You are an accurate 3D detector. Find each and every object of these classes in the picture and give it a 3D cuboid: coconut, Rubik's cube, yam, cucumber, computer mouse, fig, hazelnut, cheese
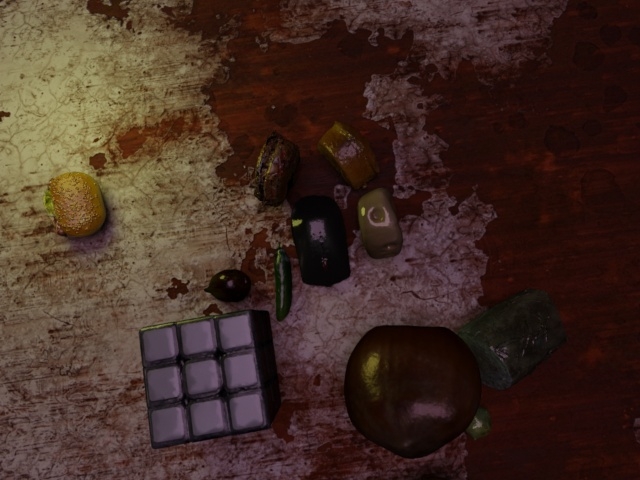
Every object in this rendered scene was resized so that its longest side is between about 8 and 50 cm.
[{"bbox_3d":[0.451,0.528,1.314,0.088,0.088,0.096,6,75,2],"label":"coconut"},{"bbox_3d":[-0.286,0.359,1.246,0.301,0.305,0.304,-9,79,-1],"label":"Rubik's cube"},{"bbox_3d":[0.561,0.279,1.297,0.271,0.201,0.202,-33,120,-18],"label":"yam"},{"bbox_3d":[-0.116,0.125,1.408,0.056,0.056,0.250,-2,83,1],"label":"cucumber"},{"bbox_3d":[0.000,-0.002,1.410,0.168,0.087,0.295,-11,83,-4],"label":"computer mouse"},{"bbox_3d":[-0.292,0.143,1.392,0.155,0.103,0.109,-19,123,29],"label":"fig"},{"bbox_3d":[0.245,0.389,1.211,0.366,0.366,0.366,0,80,1],"label":"hazelnut"},{"bbox_3d":[0.177,-0.058,1.362,0.117,0.235,0.218,-10,40,9],"label":"cheese"}]

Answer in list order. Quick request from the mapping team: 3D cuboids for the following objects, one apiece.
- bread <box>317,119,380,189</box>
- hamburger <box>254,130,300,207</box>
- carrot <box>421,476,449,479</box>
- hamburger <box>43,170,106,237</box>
[{"bbox_3d":[0.087,-0.276,1.436,0.143,0.139,0.229,-41,81,3],"label":"bread"},{"bbox_3d":[-0.132,-0.216,1.382,0.107,0.231,0.231,19,81,3],"label":"hamburger"},{"bbox_3d":[0.305,0.750,1.217,0.331,0.214,0.193,-18,82,-5],"label":"carrot"},{"bbox_3d":[-0.772,-0.110,1.431,0.173,0.116,0.210,-15,81,-4],"label":"hamburger"}]
